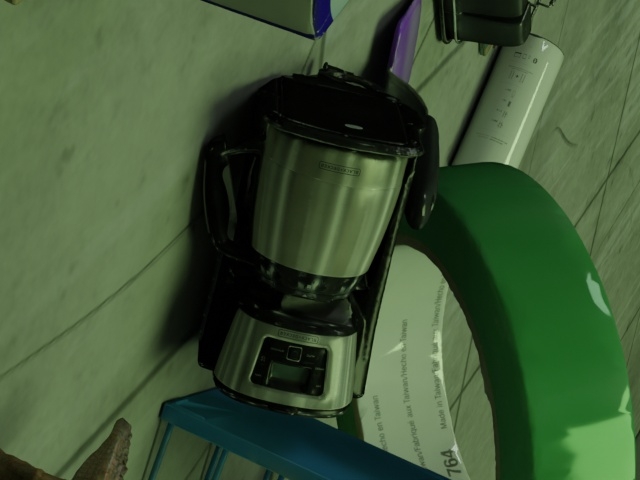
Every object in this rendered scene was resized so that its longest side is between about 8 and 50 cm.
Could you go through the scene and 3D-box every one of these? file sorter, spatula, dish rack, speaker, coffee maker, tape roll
[{"bbox_3d":[-0.019,0.175,1.183,0.104,0.170,0.118,-69,163,9],"label":"file sorter"},{"bbox_3d":[0.061,-0.084,1.249,0.296,0.030,0.084,-93,-169,-62],"label":"spatula"},{"bbox_3d":[0.168,-0.295,1.414,0.208,0.074,0.272,81,31,-59],"label":"dish rack"},{"bbox_3d":[0.160,-0.109,1.609,0.055,0.055,0.136,60,51,-68],"label":"speaker"},{"bbox_3d":[0.000,0.000,1.134,0.171,0.120,0.178,-30,137,-65],"label":"coffee maker"},{"bbox_3d":[0.100,0.108,1.277,0.077,0.321,0.321,-7,127,-20],"label":"tape roll"}]

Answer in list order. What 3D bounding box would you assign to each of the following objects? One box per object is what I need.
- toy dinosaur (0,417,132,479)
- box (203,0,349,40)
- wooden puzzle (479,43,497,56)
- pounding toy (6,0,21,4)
[{"bbox_3d":[-0.118,0.157,0.809,0.295,0.200,0.127,-8,116,-71],"label":"toy dinosaur"},{"bbox_3d":[-0.027,-0.174,0.857,0.137,0.126,0.072,-55,159,-39],"label":"box"},{"bbox_3d":[0.144,-0.186,1.558,0.083,0.006,0.049,82,32,-56],"label":"wooden puzzle"},{"bbox_3d":[-0.122,-0.171,0.659,0.141,0.100,0.130,-54,171,-36],"label":"pounding toy"}]
